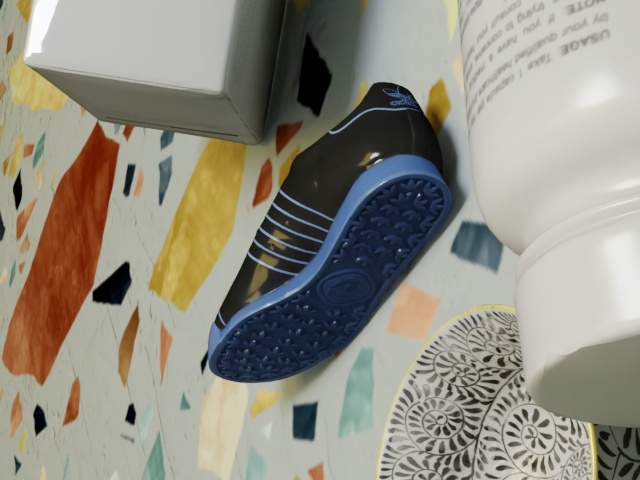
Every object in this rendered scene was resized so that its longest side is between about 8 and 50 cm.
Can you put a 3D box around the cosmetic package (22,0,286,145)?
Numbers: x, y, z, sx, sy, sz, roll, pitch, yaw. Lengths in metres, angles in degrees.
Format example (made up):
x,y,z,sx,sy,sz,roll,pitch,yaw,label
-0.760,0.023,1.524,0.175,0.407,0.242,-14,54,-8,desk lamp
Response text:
x,y,z,sx,sy,sz,roll,pitch,yaw,label
-0.099,-0.199,0.979,0.225,0.138,0.224,65,-146,-85,cosmetic package

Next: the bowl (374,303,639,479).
x,y,z,sx,sy,sz,roll,pitch,yaw,label
0.100,0.118,0.638,0.170,0.080,0.170,-34,51,54,bowl

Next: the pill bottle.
x,y,z,sx,sy,sz,roll,pitch,yaw,label
0.136,-0.080,0.556,0.160,0.160,0.283,-37,48,53,pill bottle

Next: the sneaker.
x,y,z,sx,sy,sz,roll,pitch,yaw,label
0.000,0.000,0.886,0.232,0.081,0.090,-46,38,36,sneaker
